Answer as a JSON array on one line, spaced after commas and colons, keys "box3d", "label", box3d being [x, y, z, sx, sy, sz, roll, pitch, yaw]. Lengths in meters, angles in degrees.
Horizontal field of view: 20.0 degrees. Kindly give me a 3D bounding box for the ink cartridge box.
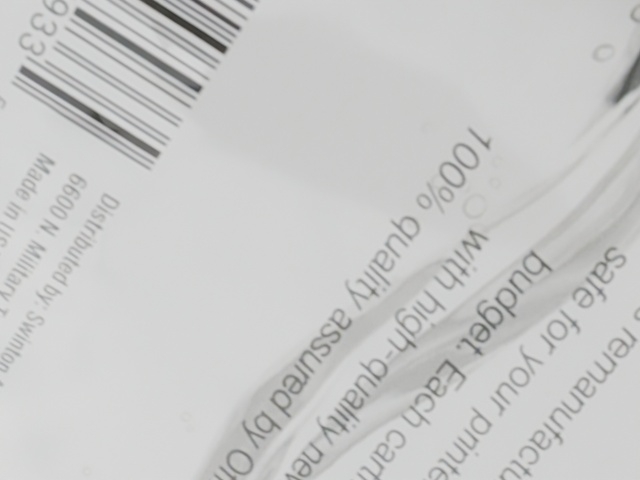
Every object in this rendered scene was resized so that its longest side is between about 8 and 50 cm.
[{"box3d": [0.000, 0.000, 0.545, 0.285, 0.395, 0.166, -54, 8, 26], "label": "ink cartridge box"}]
